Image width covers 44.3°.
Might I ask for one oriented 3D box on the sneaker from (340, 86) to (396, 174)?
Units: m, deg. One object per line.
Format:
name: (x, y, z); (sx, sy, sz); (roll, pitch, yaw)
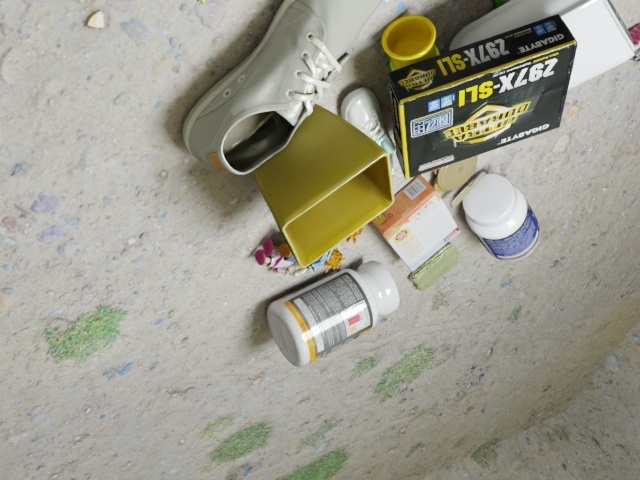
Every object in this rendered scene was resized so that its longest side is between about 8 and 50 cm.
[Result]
sneaker: (0.105, -0.202, 1.488); (0.080, 0.094, 0.212); (-36, 147, -3)

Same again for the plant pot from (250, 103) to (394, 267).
plant pot: (-0.014, -0.112, 1.371); (0.212, 0.187, 0.212); (-35, 159, -6)

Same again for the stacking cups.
stacking cups: (0.198, -0.292, 1.486); (0.096, 0.096, 0.316); (-39, 151, 0)

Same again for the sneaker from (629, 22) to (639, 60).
sneaker: (0.723, -0.446, 1.840); (0.170, 0.063, 0.075); (-33, 141, -19)

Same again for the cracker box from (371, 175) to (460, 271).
cracker box: (0.223, -0.036, 1.833); (0.155, 0.067, 0.232); (-40, 147, 2)

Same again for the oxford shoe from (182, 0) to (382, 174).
oxford shoe: (-0.031, -0.272, 1.238); (0.449, 0.130, 0.169); (-46, 145, 8)

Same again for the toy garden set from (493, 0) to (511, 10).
toy garden set: (0.462, -0.470, 1.563); (0.244, 0.049, 0.204); (-37, 147, -4)

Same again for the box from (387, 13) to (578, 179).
box: (0.289, -0.253, 1.434); (0.321, 0.079, 0.257); (-19, 151, -1)

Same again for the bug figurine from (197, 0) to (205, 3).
bug figurine: (-0.124, -0.436, 0.997); (0.279, 0.072, 0.216); (-40, 147, 1)

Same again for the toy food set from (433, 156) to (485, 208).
toy food set: (0.304, -0.168, 1.791); (0.132, 0.038, 0.192); (-46, 142, -4)

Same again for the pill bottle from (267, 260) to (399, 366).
pill bottle: (0.031, 0.160, 1.790); (0.278, 0.162, 0.162); (-24, 145, -22)

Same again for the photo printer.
photo printer: (0.415, -0.366, 1.505); (0.307, 0.107, 0.256); (-25, 151, 27)

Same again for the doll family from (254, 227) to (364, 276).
doll family: (0.000, 0.000, 1.603); (0.163, 0.118, 0.263); (14, 120, -52)

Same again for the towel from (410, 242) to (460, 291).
towel: (0.306, 0.070, 2.081); (0.148, 0.027, 0.110); (-41, 148, 1)

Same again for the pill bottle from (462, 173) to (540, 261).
pill bottle: (0.448, -0.057, 1.952); (0.153, 0.153, 0.264); (-43, 148, 6)
